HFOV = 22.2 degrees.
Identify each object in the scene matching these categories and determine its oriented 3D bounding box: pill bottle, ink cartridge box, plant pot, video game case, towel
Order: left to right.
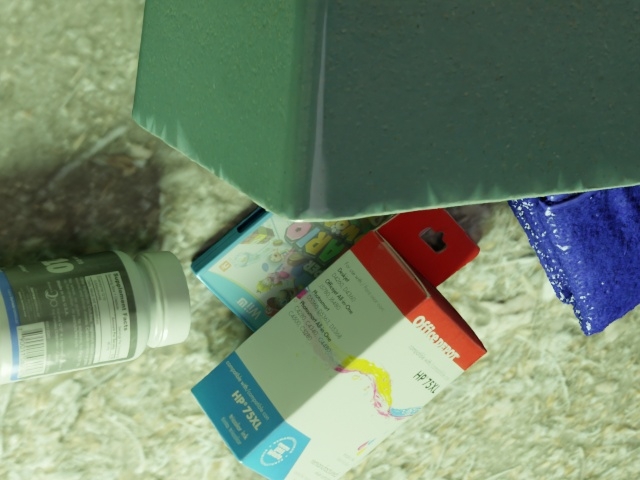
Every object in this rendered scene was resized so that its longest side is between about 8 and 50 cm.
[{"bbox_3d":[-0.162,0.049,1.106,0.137,0.078,0.078,-9,128,-24],"label":"pill bottle"},{"bbox_3d":[0.000,0.000,1.205,0.166,0.015,0.119,-39,134,3],"label":"video game case"},{"bbox_3d":[0.033,0.082,1.228,0.231,0.078,0.134,-41,148,5],"label":"ink cartridge box"},{"bbox_3d":[0.044,-0.173,0.948,0.248,0.247,0.252,-7,111,-25],"label":"plant pot"},{"bbox_3d":[0.301,-0.071,1.282,0.308,0.076,0.227,-36,133,-1],"label":"towel"}]
